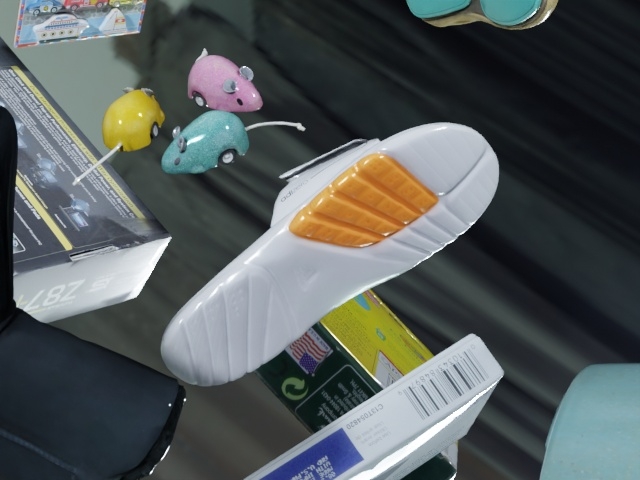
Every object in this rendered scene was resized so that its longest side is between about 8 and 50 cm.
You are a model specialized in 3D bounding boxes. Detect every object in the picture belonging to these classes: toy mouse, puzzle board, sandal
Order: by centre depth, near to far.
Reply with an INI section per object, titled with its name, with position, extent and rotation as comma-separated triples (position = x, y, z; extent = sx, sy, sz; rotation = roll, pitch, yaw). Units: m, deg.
[sandal]
position = -0.006, -0.006, 1.254
extent = 0.265, 0.076, 0.102
rotation = -34, 129, 3
[toy mouse]
position = -0.080, -0.092, 1.282
extent = 0.161, 0.143, 0.031
rotation = -62, 150, -45
[puzzle board]
position = -0.214, -0.221, 1.673
extent = 0.128, 0.011, 0.096
rotation = -11, 136, -30

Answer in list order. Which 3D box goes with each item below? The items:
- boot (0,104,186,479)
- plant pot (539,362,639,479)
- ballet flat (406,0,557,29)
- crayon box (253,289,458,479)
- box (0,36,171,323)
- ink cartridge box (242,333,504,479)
[boot]
position = -0.167, 0.046, 1.074
extent = 0.246, 0.207, 0.094
rotation = -57, -169, 31
[plant pot]
position = 0.322, 0.216, 1.159
extent = 0.341, 0.334, 0.341
rotation = 2, 90, -68
[ballet flat]
position = 0.147, -0.213, 1.482
extent = 0.073, 0.232, 0.080
rotation = -13, 102, -22
[crayon box]
position = 0.040, 0.126, 1.729
extent = 0.081, 0.202, 0.318
rotation = -42, -177, 11
[box]
position = -0.368, -0.085, 1.606
extent = 0.318, 0.395, 0.097
rotation = -17, 148, -48
[ink cartridge box]
position = 0.027, 0.179, 1.434
extent = 0.223, 0.045, 0.224
rotation = -31, 165, -17
